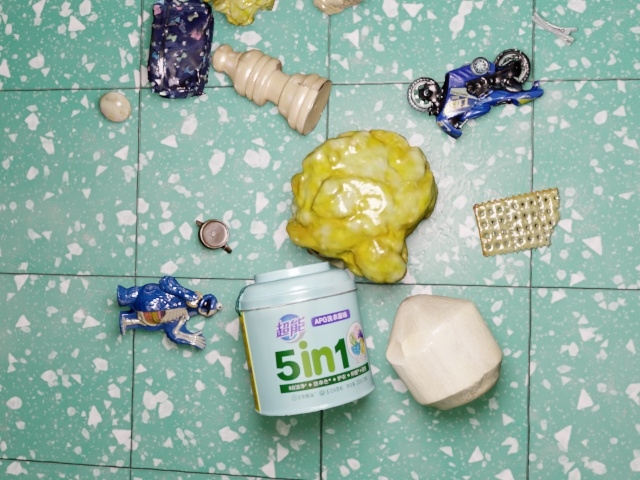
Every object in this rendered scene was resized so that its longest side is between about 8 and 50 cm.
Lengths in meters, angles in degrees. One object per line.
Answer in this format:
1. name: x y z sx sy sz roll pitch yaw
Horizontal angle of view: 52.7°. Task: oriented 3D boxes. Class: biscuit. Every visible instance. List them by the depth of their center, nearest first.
1. biscuit: 0.478 -0.041 1.553 0.203 0.016 0.144 -10 87 9

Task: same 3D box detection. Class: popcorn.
1. popcorn: 0.109 -0.093 1.471 0.292 0.293 0.334 25 88 40
2. popcorn: -0.200 -0.621 1.579 0.185 0.167 0.187 35 80 10

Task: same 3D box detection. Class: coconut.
1. coconut: 0.271 0.241 1.470 0.237 0.237 0.265 -29 90 7

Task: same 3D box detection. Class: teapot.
1. teapot: -0.269 -0.010 1.637 0.121 0.068 0.076 44 73 -14

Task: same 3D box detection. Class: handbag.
1. handbag: -0.357 -0.485 1.635 0.162 0.113 0.260 4 87 0

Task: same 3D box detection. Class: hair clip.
1. hair clip: 0.559 -0.514 1.546 0.115 0.030 0.039 34 74 5

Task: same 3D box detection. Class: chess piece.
1. chess piece: -0.138 -0.392 1.608 0.307 0.124 0.138 28 125 11

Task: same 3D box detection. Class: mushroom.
1. mushroom: -0.531 -0.349 1.678 0.084 0.083 0.067 11 50 8

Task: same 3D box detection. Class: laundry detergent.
1. laundry detergent: -0.040 0.213 1.486 0.287 0.287 0.305 -11 88 8

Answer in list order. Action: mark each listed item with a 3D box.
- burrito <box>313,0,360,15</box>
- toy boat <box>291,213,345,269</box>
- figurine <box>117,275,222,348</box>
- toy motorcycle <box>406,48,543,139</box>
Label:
1. burrito: 0.034 -0.722 1.575 0.175 0.107 0.347 -18 82 31
2. toy boat: 0.000 -0.001 1.592 0.089 0.071 0.185 -43 84 5
3. figurine: -0.382 0.167 1.630 0.262 0.121 0.164 11 97 -9
4. toy motorcycle: 0.367 -0.341 1.532 0.315 0.113 0.168 -18 97 -1
